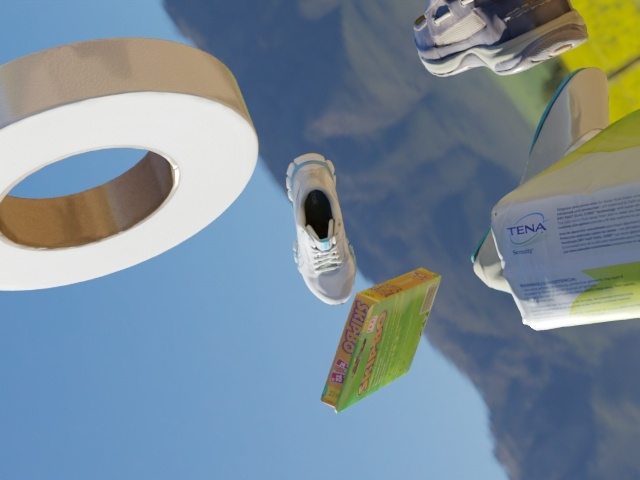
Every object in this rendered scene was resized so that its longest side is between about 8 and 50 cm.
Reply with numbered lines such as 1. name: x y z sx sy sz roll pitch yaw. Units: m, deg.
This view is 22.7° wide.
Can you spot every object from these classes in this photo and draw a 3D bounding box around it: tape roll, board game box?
1. tape roll: -0.258 -0.071 1.691 0.392 0.392 0.072 36 -151 -62
2. board game box: 0.066 0.105 1.735 0.039 0.124 0.259 21 -168 14

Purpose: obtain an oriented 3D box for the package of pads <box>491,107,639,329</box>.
1. package of pads: 0.277 -0.040 1.101 0.296 0.229 0.101 -30 -76 -50

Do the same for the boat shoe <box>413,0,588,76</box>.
1. boat shoe: 0.191 -0.270 1.819 0.130 0.132 0.355 67 165 -12

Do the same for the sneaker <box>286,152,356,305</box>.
1. sneaker: 0.000 0.000 1.845 0.083 0.071 0.190 -103 -2 -63

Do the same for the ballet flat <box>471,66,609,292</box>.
1. ballet flat: 0.232 -0.047 1.549 0.086 0.248 0.086 18 -152 -10
